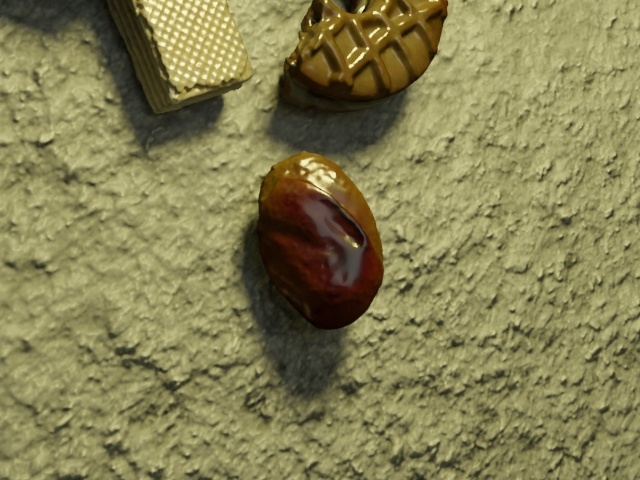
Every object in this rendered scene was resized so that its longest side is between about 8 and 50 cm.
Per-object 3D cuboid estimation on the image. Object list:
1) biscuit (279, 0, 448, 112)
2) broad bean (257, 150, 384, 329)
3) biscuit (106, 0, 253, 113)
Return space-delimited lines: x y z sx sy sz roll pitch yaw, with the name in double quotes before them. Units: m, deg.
"biscuit" 0.048 -0.353 1.844 0.268 0.115 0.366 5 77 -33
"broad bean" -0.002 0.001 1.718 0.156 0.122 0.229 -21 84 -10
"biscuit" -0.227 -0.375 1.689 0.144 0.078 0.426 -21 89 -34
